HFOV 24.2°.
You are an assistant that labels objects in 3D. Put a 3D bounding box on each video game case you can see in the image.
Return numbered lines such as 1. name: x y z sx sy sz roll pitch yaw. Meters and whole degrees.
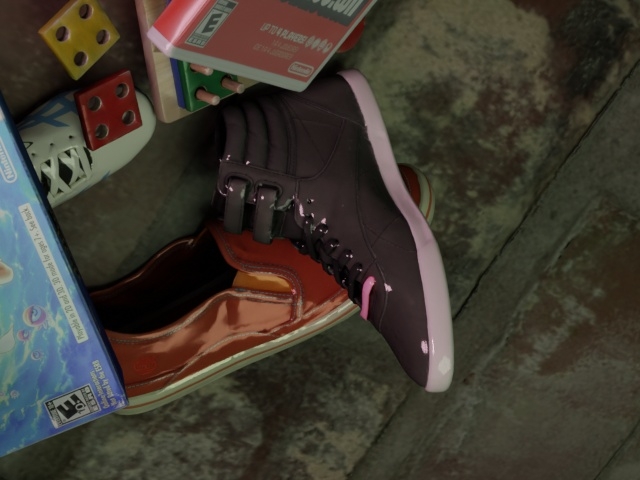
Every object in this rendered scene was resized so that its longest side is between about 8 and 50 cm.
1. video game case: 0.028 -0.219 0.951 0.285 0.025 0.204 -50 162 15
2. video game case: -0.288 0.038 0.993 0.244 0.061 0.269 -21 116 -4

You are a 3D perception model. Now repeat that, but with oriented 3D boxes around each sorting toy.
1. sorting toy: -0.072 -0.160 1.087 0.275 0.046 0.132 -28 127 -32

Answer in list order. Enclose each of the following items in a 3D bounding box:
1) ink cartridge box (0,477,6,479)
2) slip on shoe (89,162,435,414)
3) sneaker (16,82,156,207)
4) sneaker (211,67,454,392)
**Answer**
1. ink cartridge box: -0.226 0.290 1.303 0.062 0.109 0.209 -45 136 0
2. slip on shoe: -0.053 0.024 1.227 0.331 0.123 0.101 -28 130 -9
3. sneaker: -0.219 -0.038 1.080 0.237 0.086 0.085 -28 132 -17
4. sneaker: 0.000 0.000 1.142 0.147 0.295 0.104 -11 147 -14
